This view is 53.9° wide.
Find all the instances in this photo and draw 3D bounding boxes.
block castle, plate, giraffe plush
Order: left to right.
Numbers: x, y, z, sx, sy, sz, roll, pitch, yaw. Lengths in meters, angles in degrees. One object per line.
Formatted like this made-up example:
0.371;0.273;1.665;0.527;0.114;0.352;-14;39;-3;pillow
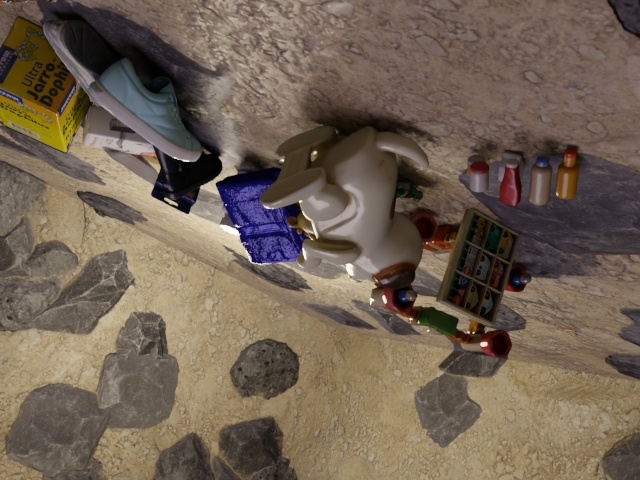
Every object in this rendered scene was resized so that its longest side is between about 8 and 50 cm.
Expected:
-0.657;-0.297;2.094;0.277;0.045;0.278;41;180;29;plate
-0.014;-0.097;1.841;0.181;0.171;0.210;19;165;8;giraffe plush
0.393;0.134;1.847;0.453;0.303;0.213;27;163;-22;block castle

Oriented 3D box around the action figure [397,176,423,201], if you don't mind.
0.158;-0.148;1.659;0.232;0.064;0.137;16;161;7;action figure

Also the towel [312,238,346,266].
0.000;0.000;2.157;0.248;0.038;0.325;32;-173;-41;towel

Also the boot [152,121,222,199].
-0.391;-0.262;1.882;0.094;0.246;0.207;21;132;26;boot

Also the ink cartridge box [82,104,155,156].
-0.586;-0.322;1.873;0.217;0.092;0.158;9;171;-25;ink cartridge box

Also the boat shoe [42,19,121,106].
-0.563;-0.424;1.580;0.103;0.118;0.320;20;162;27;boat shoe

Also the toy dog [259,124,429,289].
0.104;-0.069;1.534;0.395;0.285;0.408;-22;124;15;toy dog

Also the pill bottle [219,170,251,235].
-0.255;-0.120;2.045;0.108;0.194;0.108;19;165;5;pill bottle

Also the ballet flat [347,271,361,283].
0.162;0.095;2.360;0.116;0.124;0.342;25;165;-11;ballet flat

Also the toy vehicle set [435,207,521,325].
0.418;0.070;1.657;0.166;0.267;0.035;25;166;-16;toy vehicle set

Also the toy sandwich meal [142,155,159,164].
-0.590;-0.296;2.210;0.085;0.029;0.085;17;166;4;toy sandwich meal

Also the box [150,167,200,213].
-0.440;-0.199;1.980;0.136;0.225;0.036;28;139;-25;box

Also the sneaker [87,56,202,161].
-0.403;-0.328;1.609;0.135;0.150;0.366;51;-170;33;sneaker

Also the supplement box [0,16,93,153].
-0.757;-0.407;1.724;0.195;0.194;0.356;25;165;-13;supplement box

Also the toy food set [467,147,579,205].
0.394;-0.146;1.278;0.232;0.111;0.105;23;138;35;toy food set

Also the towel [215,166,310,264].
-0.171;-0.063;1.916;0.227;0.076;0.308;-10;121;20;towel

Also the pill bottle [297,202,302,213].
-0.052;-0.099;1.988;0.208;0.119;0.119;25;165;-14;pill bottle

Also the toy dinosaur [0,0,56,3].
-0.689;-0.542;1.291;0.321;0.164;0.218;-8;171;20;toy dinosaur
